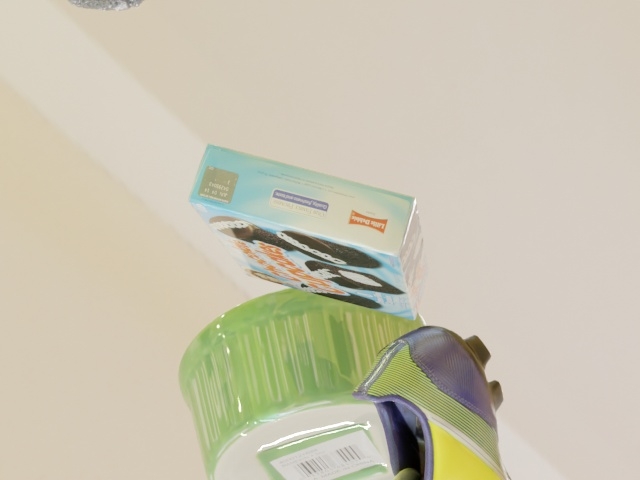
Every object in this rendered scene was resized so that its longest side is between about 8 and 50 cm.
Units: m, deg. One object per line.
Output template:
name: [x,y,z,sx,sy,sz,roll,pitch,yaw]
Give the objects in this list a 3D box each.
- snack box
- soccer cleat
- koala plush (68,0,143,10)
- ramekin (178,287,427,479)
snack box: [0.000,0.000,1.389,0.322,0.187,0.060,63,-137,-76]
soccer cleat: [0.103,0.203,1.114,0.121,0.093,0.289,-32,-71,-32]
koala plush: [-0.239,-0.346,1.706,0.221,0.196,0.203,73,177,-88]
ramekin: [-0.007,0.198,1.726,0.303,0.303,0.148,25,-140,-39]
